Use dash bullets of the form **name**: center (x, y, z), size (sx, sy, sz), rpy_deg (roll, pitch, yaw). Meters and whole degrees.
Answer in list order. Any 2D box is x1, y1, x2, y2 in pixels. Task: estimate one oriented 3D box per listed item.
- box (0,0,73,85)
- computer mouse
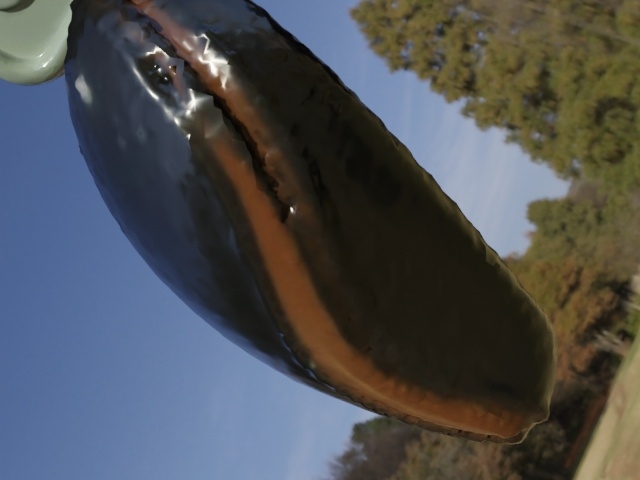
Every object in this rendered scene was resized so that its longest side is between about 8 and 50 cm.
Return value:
- **box**: center (-0.207, -0.237, 0.455), size (0.193, 0.294, 0.167), rpy_deg (-51, 25, 26)
- **computer mouse**: center (-0.004, 0.003, 0.453), size (0.116, 0.183, 0.323), rpy_deg (-46, -55, 1)
